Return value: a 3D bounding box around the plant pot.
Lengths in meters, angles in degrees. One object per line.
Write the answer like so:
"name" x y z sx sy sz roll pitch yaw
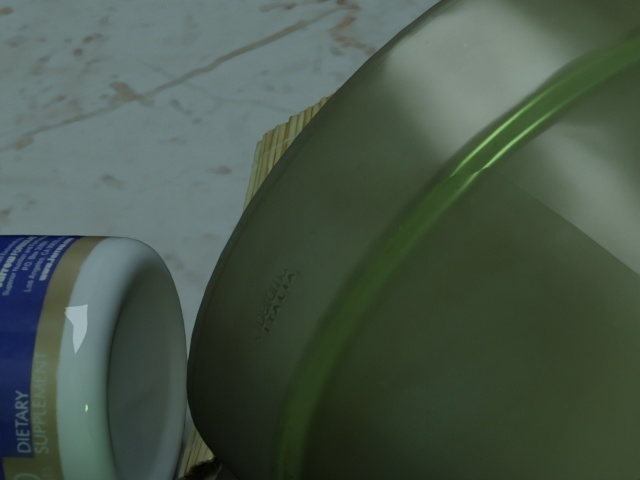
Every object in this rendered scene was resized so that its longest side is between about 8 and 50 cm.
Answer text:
"plant pot" 0.152 0.074 0.818 0.323 0.323 0.280 -29 56 -24

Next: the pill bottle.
"pill bottle" -0.213 0.072 0.995 0.265 0.153 0.153 0 38 14

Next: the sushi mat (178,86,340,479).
"sushi mat" 0.000 0.000 1.096 0.151 0.019 0.316 -31 28 27
